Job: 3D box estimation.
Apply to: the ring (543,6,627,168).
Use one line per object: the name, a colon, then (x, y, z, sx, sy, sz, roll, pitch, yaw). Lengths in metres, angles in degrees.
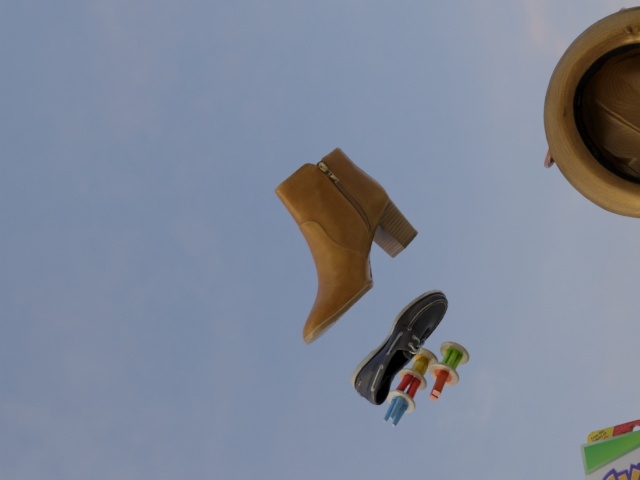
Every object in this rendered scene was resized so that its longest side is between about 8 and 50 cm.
ring: (0.527, -0.290, 1.611, 0.336, 0.032, 0.336, -55, -18, -27)

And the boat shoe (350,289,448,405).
boat shoe: (0.134, 0.168, 1.270, 0.206, 0.065, 0.075, -49, -52, 2)

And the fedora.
fedora: (0.302, -0.113, 0.745, 0.079, 0.194, 0.194, -7, -88, -52)

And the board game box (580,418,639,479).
board game box: (0.355, 0.305, 0.870, 0.039, 0.124, 0.259, 42, -143, -35)

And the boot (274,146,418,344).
boot: (0.001, -0.001, 1.265, 0.211, 0.104, 0.295, 43, -123, 1)

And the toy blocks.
toy blocks: (0.170, 0.241, 1.359, 0.054, 0.123, 0.148, 50, -130, -17)
